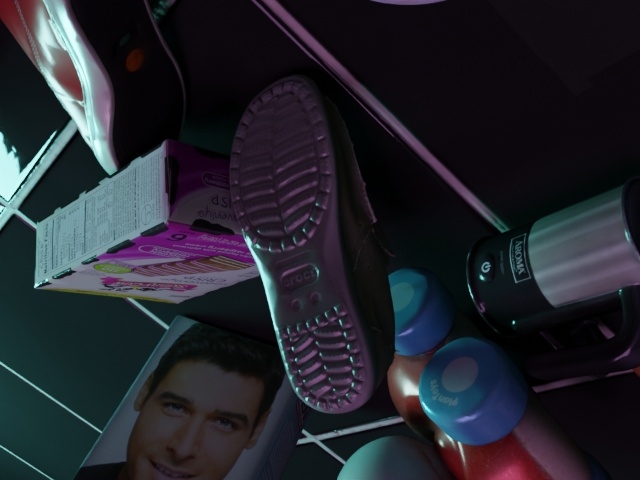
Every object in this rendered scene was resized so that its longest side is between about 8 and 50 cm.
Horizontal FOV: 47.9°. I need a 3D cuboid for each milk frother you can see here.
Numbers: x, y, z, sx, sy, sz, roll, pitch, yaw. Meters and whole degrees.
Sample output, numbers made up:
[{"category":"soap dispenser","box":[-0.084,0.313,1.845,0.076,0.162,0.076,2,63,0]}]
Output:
[{"category":"milk frother","box":[0.210,0.036,0.537,0.143,0.129,0.135,0,163,-40]}]

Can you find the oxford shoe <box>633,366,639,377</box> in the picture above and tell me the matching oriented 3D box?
[{"category":"oxford shoe","box":[0.339,0.116,0.559,0.212,0.076,0.076,24,163,-8]}]

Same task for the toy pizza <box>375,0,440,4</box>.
[{"category":"toy pizza","box":[0.034,-0.216,0.390,0.201,0.032,0.201,17,141,14]}]

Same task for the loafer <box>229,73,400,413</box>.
[{"category":"loafer","box":[0.000,0.000,0.547,0.094,0.087,0.251,-13,83,30]}]

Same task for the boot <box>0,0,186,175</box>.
[{"category":"boot","box":[-0.207,-0.159,0.574,0.176,0.088,0.244,29,151,21]}]

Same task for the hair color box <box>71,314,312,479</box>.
[{"category":"hair color box","box":[-0.161,0.279,0.793,0.186,0.374,0.113,15,141,16]}]

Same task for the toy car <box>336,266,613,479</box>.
[{"category":"toy car","box":[0.081,0.190,0.616,0.238,0.210,0.219,-41,124,4]}]

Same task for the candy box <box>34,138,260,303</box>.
[{"category":"candy box","box":[-0.130,-0.003,0.641,0.159,0.071,0.233,11,159,-41]}]
